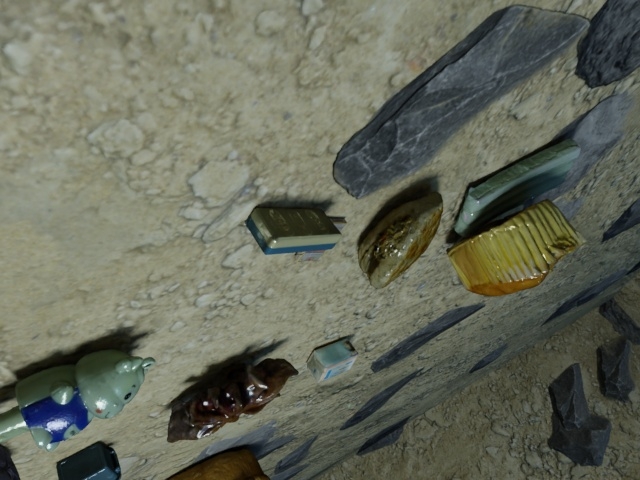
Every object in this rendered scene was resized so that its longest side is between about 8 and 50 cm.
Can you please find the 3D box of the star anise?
[{"bbox_3d":[-0.162,0.284,1.003,0.220,0.098,0.214,-10,159,-45],"label":"star anise"}]

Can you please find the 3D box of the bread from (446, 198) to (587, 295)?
[{"bbox_3d":[0.348,0.023,0.998,0.179,0.133,0.250,-22,173,-19],"label":"bread"}]

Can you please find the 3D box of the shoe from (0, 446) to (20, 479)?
[{"bbox_3d":[-0.501,0.322,0.698,0.138,0.095,0.245,-28,159,-15],"label":"shoe"}]

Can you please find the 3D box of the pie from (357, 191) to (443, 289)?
[{"bbox_3d":[0.133,-0.001,0.873,0.163,0.079,0.193,-22,151,-41],"label":"pie"}]

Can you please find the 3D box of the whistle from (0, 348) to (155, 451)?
[{"bbox_3d":[-0.329,0.208,0.697,0.245,0.092,0.110,-23,161,-22],"label":"whistle"}]

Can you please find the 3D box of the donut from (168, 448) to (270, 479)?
[{"bbox_3d":[-0.293,0.681,1.433,0.299,0.150,0.317,-42,152,16],"label":"donut"}]

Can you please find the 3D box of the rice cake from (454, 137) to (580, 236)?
[{"bbox_3d":[0.350,-0.094,0.982,0.237,0.043,0.127,-25,151,-12],"label":"rice cake"}]

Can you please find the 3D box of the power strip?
[{"bbox_3d":[-0.030,-0.014,0.696,0.123,0.056,0.032,-3,139,-45],"label":"power strip"}]

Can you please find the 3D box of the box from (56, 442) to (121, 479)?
[{"bbox_3d":[-0.410,0.404,0.956,0.099,0.074,0.054,-25,137,-16],"label":"box"}]

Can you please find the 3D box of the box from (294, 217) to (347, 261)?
[{"bbox_3d":[0.000,0.000,0.797,0.046,0.012,0.083,-2,138,-47],"label":"box"}]

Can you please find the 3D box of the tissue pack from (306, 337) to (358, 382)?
[{"bbox_3d":[0.024,0.263,1.196,0.095,0.058,0.074,-13,144,-35],"label":"tissue pack"}]
